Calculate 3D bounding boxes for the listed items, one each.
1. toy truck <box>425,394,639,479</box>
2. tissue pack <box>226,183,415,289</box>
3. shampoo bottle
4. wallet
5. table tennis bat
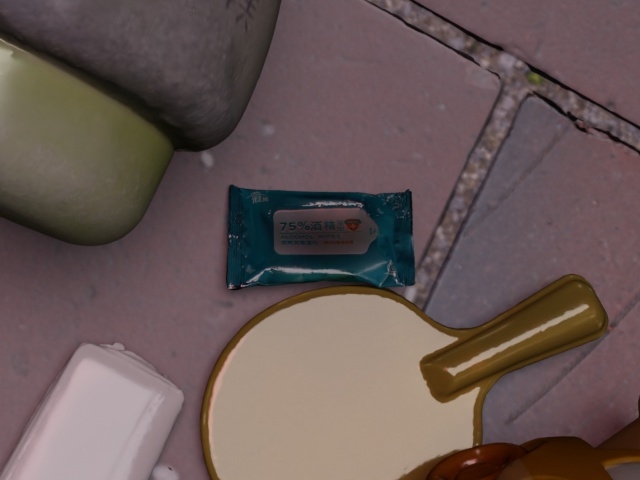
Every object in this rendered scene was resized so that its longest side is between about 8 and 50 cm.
[{"bbox_3d":[0.194,0.227,1.055,0.212,0.288,0.204,-19,101,-4],"label":"toy truck"},{"bbox_3d":[0.000,0.000,1.161,0.138,0.028,0.085,3,62,-8],"label":"tissue pack"},{"bbox_3d":[-0.182,-0.178,0.999,0.322,0.322,0.317,23,82,-8],"label":"shampoo bottle"},{"bbox_3d":[-0.170,0.161,1.099,0.095,0.033,0.190,28,77,-8],"label":"wallet"},{"bbox_3d":[0.067,0.109,1.153,0.321,0.050,0.198,-25,84,-13],"label":"table tennis bat"}]
